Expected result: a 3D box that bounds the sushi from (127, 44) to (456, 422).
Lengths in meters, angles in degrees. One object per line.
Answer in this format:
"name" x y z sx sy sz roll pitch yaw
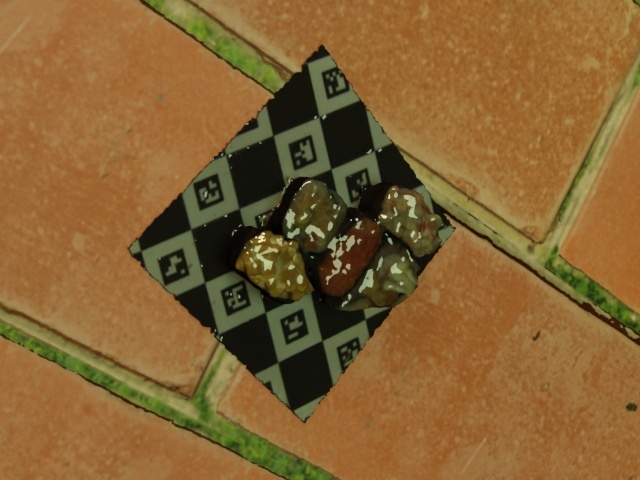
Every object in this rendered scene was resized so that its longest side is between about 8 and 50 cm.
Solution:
"sushi" 0.000 0.000 1.660 0.294 0.059 0.292 -50 122 -16
